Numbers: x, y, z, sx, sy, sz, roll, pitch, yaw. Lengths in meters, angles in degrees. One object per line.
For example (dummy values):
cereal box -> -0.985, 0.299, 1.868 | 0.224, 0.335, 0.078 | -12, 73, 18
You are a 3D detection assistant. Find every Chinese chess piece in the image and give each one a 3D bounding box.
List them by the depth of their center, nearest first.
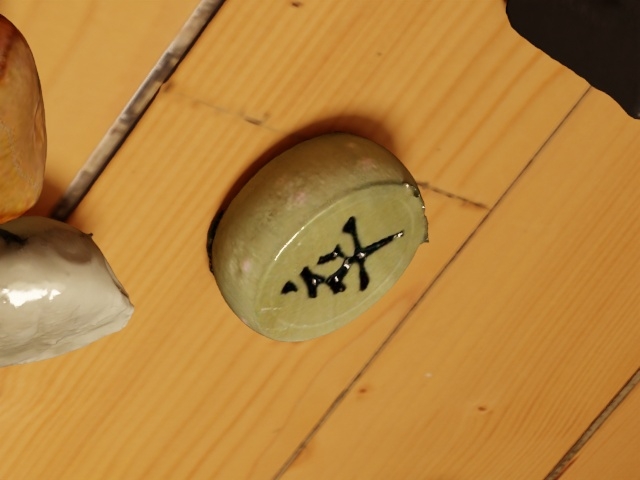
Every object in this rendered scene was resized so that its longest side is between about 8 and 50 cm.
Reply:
Chinese chess piece -> 0.000, 0.000, 1.378 | 0.188, 0.083, 0.188 | -29, 146, -21

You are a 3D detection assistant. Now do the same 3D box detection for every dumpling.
dumpling -> -0.230, 0.040, 1.183 | 0.150, 0.092, 0.176 | -41, 158, 23

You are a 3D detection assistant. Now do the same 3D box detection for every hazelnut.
hazelnut -> -0.240, -0.074, 1.006 | 0.150, 0.150, 0.150 | -26, 143, -22

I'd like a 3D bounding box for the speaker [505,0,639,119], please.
speaker -> 0.278, -0.269, 1.285 | 0.184, 0.180, 0.388 | -30, 146, -29
